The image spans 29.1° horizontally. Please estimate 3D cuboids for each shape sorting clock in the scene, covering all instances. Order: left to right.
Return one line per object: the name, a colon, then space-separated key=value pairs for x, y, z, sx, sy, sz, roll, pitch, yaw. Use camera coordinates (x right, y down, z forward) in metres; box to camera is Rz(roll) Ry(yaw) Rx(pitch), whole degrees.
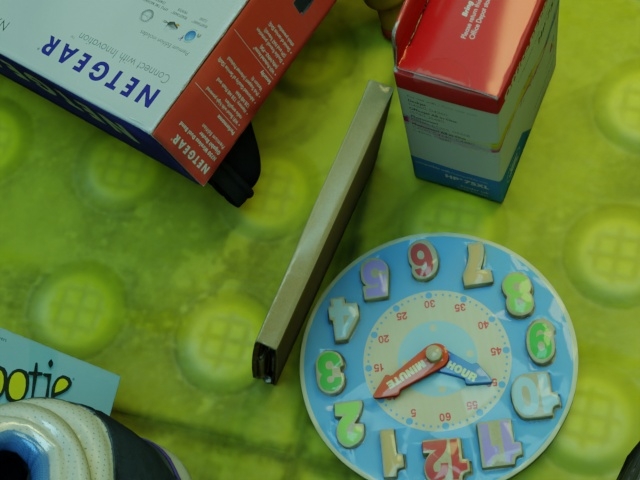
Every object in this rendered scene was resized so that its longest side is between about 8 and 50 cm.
shape sorting clock: x=0.086 y=0.088 z=0.914 sx=0.206 sy=0.040 sz=0.206 roll=-3 pitch=70 yaw=8

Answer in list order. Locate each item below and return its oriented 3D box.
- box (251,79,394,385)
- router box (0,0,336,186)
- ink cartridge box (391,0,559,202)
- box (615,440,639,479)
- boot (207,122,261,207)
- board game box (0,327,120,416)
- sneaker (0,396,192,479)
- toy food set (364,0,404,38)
box: x=0.000 y=0.000 z=0.894 sx=0.021 sy=0.164 sz=0.201 roll=24 pitch=75 yaw=4
router box: x=-0.135 y=-0.240 z=0.961 sx=0.335 sy=0.082 sz=0.301 roll=28 pitch=79 yaw=33
ink cartridge box: x=0.116 y=-0.136 z=0.888 sx=0.078 sy=0.231 sz=0.134 roll=19 pitch=74 yaw=15
box: x=0.187 y=0.204 z=0.751 sx=0.056 sy=0.231 sz=0.183 roll=26 pitch=77 yaw=14
boot: x=-0.062 y=-0.174 z=1.004 sx=0.207 sy=0.094 sz=0.246 roll=-37 pitch=62 yaw=-1
board game box: x=-0.269 y=0.202 z=0.852 sx=0.142 sy=0.144 sz=0.275 roll=-2 pitch=66 yaw=41
sneaker: x=-0.152 y=0.252 z=0.717 sx=0.130 sy=0.236 sz=0.322 roll=-13 pitch=69 yaw=17
toy food set: x=0.115 y=-0.277 z=1.032 sx=0.111 sy=0.104 sz=0.232 roll=9 pitch=53 yaw=26
